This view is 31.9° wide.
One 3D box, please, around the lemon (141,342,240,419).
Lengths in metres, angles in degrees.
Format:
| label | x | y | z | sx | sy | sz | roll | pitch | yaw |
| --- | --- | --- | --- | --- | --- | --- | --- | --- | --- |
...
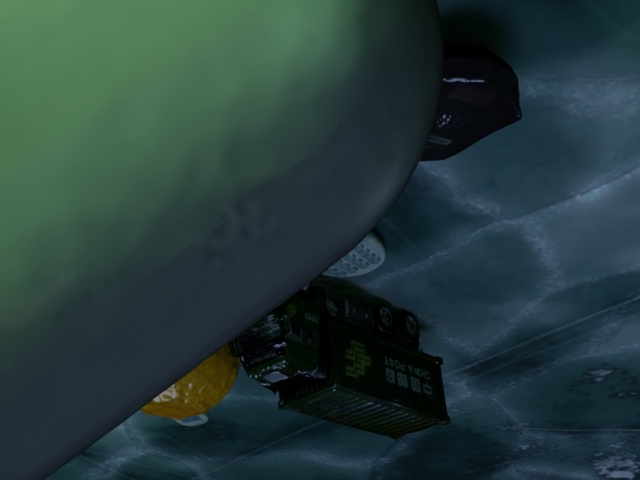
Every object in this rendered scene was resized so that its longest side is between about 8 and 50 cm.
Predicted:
| label | x | y | z | sx | sy | sz | roll | pitch | yaw |
| --- | --- | --- | --- | --- | --- | --- | --- | --- | --- |
| lemon | -0.163 | 0.108 | 1.152 | 0.142 | 0.142 | 0.187 | -18 | 141 | 29 |

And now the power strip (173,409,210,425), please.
| label | x | y | z | sx | sy | sz | roll | pitch | yaw |
| --- | --- | --- | --- | --- | --- | --- | --- | --- | --- |
| power strip | -0.191 | 0.187 | 1.389 | 0.047 | 0.030 | 0.191 | -13 | 147 | 20 |

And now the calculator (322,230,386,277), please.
| label | x | y | z | sx | sy | sz | roll | pitch | yaw |
| --- | --- | --- | --- | --- | --- | --- | --- | --- | --- |
| calculator | 0.000 | 0.000 | 1.081 | 0.095 | 0.021 | 0.153 | -24 | 141 | 35 |

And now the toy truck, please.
| label | x | y | z | sx | sy | sz | roll | pitch | yaw |
| --- | --- | --- | --- | --- | --- | --- | --- | --- | --- |
| toy truck | 0.021 | 0.120 | 1.170 | 0.088 | 0.121 | 0.259 | -26 | 145 | 36 |

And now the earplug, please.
| label | x | y | z | sx | sy | sz | roll | pitch | yaw |
| --- | --- | --- | --- | --- | --- | --- | --- | --- | --- |
| earplug | -0.126 | -0.073 | 0.629 | 0.394 | 0.313 | 0.313 | -34 | 147 | -7 |

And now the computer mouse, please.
| label | x | y | z | sx | sy | sz | roll | pitch | yaw |
| --- | --- | --- | --- | --- | --- | --- | --- | --- | --- |
| computer mouse | 0.091 | -0.111 | 0.866 | 0.099 | 0.057 | 0.172 | 10 | 159 | -18 |
